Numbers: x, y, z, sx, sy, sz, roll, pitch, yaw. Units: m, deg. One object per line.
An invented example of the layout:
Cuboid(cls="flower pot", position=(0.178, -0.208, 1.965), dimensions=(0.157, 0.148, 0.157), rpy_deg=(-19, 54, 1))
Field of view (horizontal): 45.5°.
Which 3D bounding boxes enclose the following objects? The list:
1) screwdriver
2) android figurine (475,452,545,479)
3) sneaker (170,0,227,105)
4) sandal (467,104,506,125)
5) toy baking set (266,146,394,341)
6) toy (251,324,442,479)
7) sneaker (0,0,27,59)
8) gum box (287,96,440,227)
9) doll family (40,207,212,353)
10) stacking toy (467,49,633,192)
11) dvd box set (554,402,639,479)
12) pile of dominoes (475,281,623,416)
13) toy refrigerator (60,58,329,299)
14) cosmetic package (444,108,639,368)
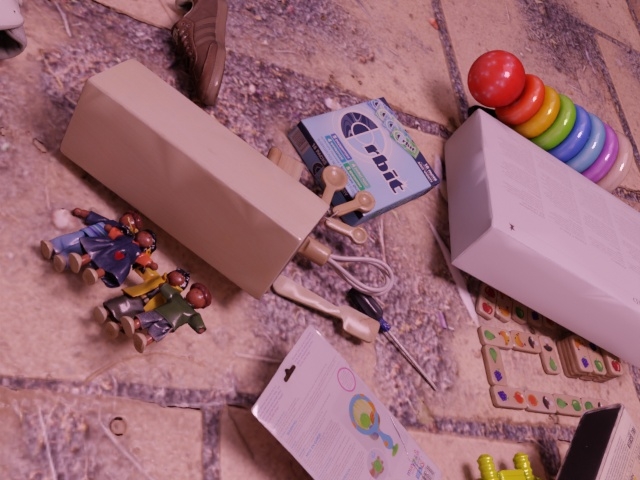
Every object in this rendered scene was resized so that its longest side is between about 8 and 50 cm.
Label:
Cuboid(cls="screwdriver", position=(0.095, 0.122, 0.952), dimensions=(0.170, 0.025, 0.024), rpy_deg=(47, 45, 0))
Cuboid(cls="android figurine", position=(0.239, 0.380, 0.868), dimensions=(0.248, 0.056, 0.272), rpy_deg=(10, 58, -32))
Cuboid(cls="sneaker", position=(-0.161, -0.249, 0.993), dimensions=(0.071, 0.066, 0.188), rpy_deg=(8, 50, -13))
Cuboid(cls="sandal", position=(0.295, -0.191, 1.295), dimensions=(0.179, 0.040, 0.067), rpy_deg=(6, 67, -45))
Cuboid(cls="toy baking set", position=(-0.007, -0.001, 0.927), dimensions=(0.197, 0.030, 0.256), rpy_deg=(0, 67, -23))
Cuboid(cls="toy", position=(0.025, 0.223, 0.810), dimensions=(0.237, 0.056, 0.137), rpy_deg=(47, 41, -9))
Cuboid(cls="sneaker", position=(-0.375, -0.267, 0.811), dimensions=(0.146, 0.122, 0.330), rpy_deg=(39, 41, -35))
Cuboid(cls="gum box", position=(0.066, -0.114, 1.076), dimensions=(0.184, 0.041, 0.157), rpy_deg=(-25, 78, -43))
Cuboid(cls="doll family", position=(-0.188, 0.030, 0.767), dimensions=(0.111, 0.076, 0.193), rpy_deg=(-33, 81, -40))
Cuboid(cls="stacking toy", position=(0.364, -0.193, 1.252), dimensions=(0.330, 0.141, 0.141), rpy_deg=(29, 47, -30))
Cuboid(cls="dvd box set", position=(0.390, 0.446, 0.871), dimensions=(0.420, 0.062, 0.307), rpy_deg=(55, 44, -9))
Cuboid(cls="pile of dominoes", position=(0.333, 0.151, 1.100), dimensions=(0.251, 0.040, 0.196), rpy_deg=(13, 55, -31))
Cuboid(cls="toy refrigerator", position=(-0.133, -0.069, 0.820), dimensions=(0.269, 0.102, 0.094), rpy_deg=(36, 36, 1))
Cuboid(cls="cosmetic package", position=(0.365, -0.004, 1.162), dimensions=(0.377, 0.097, 0.284), rpy_deg=(28, 37, -18))
